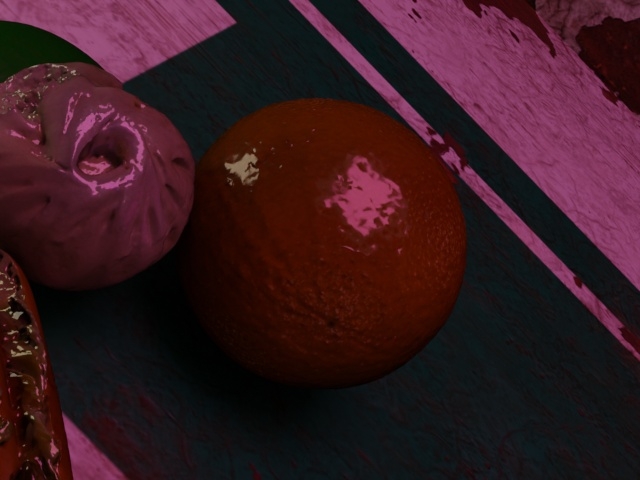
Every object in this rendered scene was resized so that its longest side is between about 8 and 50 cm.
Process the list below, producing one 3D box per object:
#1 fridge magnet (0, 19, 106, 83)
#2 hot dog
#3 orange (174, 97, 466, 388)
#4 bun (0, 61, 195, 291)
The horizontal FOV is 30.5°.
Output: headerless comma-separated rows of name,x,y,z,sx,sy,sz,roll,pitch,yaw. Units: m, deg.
fridge magnet,-0.249,-0.111,1.056,0.208,0.088,0.208,30,36,-24
hot dog,-0.230,0.132,0.793,0.135,0.100,0.337,16,42,-41
orange,0.000,0.000,1.065,0.274,0.274,0.274,31,35,-24
bun,-0.189,-0.059,0.930,0.178,0.128,0.193,-48,111,-31
